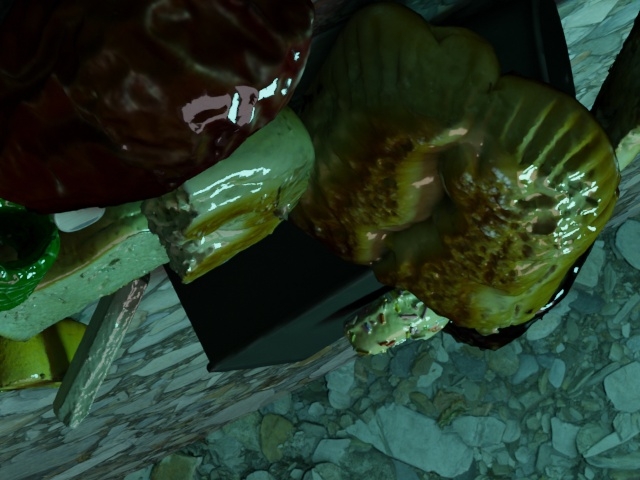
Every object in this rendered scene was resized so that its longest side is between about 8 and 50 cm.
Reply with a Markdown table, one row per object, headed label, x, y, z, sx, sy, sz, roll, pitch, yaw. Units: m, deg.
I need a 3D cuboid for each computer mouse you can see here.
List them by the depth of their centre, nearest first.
| label | x | y | z | sx | sy | sz | roll | pitch | yaw |
| --- | --- | --- | --- | --- | --- | --- | --- | --- | --- |
| computer mouse | -0.269 | -0.044 | 1.827 | 0.066 | 0.039 | 0.096 | -25 | 160 | -8 |

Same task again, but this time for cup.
| label | x | y | z | sx | sy | sz | roll | pitch | yaw |
| --- | --- | --- | --- | --- | --- | --- | --- | --- | --- |
| cup | 0.204 | -0.189 | 1.938 | 0.150 | 0.199 | 0.199 | -11 | 173 | 18 |

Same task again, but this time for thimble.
| label | x | y | z | sx | sy | sz | roll | pitch | yaw |
| --- | --- | --- | --- | --- | --- | --- | --- | --- | --- |
| thimble | -0.338 | 0.010 | 1.735 | 0.090 | 0.118 | 0.130 | -45 | -175 | 45 |

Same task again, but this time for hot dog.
| label | x | y | z | sx | sy | sz | roll | pitch | yaw |
| --- | --- | --- | --- | --- | --- | --- | --- | --- | --- |
| hot dog | 0.137 | -0.090 | 1.810 | 0.196 | 0.367 | 0.365 | -59 | 177 | -22 |

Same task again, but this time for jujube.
| label | x | y | z | sx | sy | sz | roll | pitch | yaw |
| --- | --- | --- | --- | --- | --- | --- | --- | --- | --- |
| jujube | -0.161 | -0.136 | 1.328 | 0.216 | 0.216 | 0.342 | -14 | 171 | -44 |

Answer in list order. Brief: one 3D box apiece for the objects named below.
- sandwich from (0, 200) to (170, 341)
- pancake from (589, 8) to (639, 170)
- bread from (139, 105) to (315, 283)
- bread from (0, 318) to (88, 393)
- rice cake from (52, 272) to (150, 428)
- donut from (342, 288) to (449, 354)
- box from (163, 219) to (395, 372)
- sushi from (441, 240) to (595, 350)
| label | x | y | z | sx | sy | sz | roll | pitch | yaw |
| --- | --- | --- | --- | --- | --- | --- | --- | --- | --- |
| sandwich | -0.288 | 0.030 | 1.980 | 0.251 | 0.087 | 0.226 | -28 | 165 | 2 |
| pancake | 0.368 | -0.211 | 1.872 | 0.356 | 0.065 | 0.356 | -155 | -90 | -90 |
| bread | -0.106 | -0.082 | 1.697 | 0.192 | 0.171 | 0.314 | -28 | 169 | -4 |
| bread | -0.384 | 0.161 | 2.312 | 0.102 | 0.094 | 0.245 | -21 | 169 | 21 |
| rice cake | -0.290 | 0.133 | 2.228 | 0.256 | 0.052 | 0.057 | -63 | 179 | 20 |
| donut | 0.115 | 0.096 | 2.154 | 0.108 | 0.065 | 0.166 | -36 | 164 | 35 |
| box | 0.001 | 0.001 | 2.170 | 0.345 | 0.204 | 0.251 | -33 | 166 | 27 |
| sushi | 0.226 | -0.008 | 2.380 | 0.281 | 0.299 | 0.294 | -40 | 171 | -2 |
